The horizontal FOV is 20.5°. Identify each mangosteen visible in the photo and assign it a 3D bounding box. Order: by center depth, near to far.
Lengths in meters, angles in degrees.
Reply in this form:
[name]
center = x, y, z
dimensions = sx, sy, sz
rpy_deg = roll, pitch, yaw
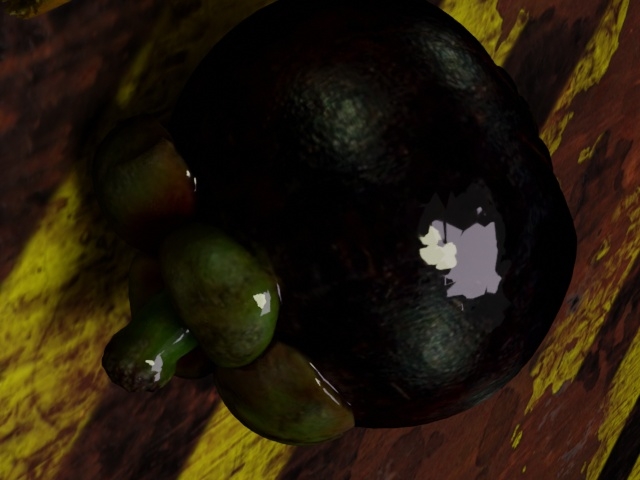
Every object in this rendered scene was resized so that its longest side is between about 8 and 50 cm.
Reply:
[mangosteen]
center = 0.012, -0.008, 1.139
dimensions = 0.300, 0.300, 0.300
rpy_deg = -45, 148, -38

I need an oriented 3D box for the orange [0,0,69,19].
[orange]
center = -0.150, -0.172, 0.809
dimensions = 0.156, 0.134, 0.157
rpy_deg = -13, 128, -18
